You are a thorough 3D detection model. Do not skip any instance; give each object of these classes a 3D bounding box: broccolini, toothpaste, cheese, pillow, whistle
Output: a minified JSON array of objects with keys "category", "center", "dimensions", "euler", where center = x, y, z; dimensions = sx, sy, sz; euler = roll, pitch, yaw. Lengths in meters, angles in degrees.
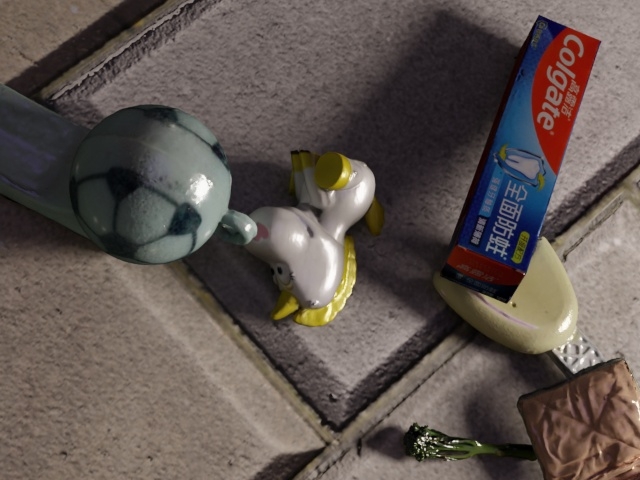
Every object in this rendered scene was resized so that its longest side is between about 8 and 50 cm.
[{"category":"broccolini","center":[0.145,0.198,1.784],"dimensions":[0.140,0.030,0.035],"euler":[5,33,-20]},{"category":"toothpaste","center":[0.204,-0.087,1.853],"dimensions":[0.076,0.066,0.320],"euler":[22,56,0]},{"category":"cheese","center":[0.227,0.090,1.831],"dimensions":[0.127,0.050,0.235],"euler":[-38,83,-26]},{"category":"pillow","center":[0.284,0.237,1.774],"dimensions":[0.126,0.043,0.232],"euler":[-22,82,2]},{"category":"whistle","center":[-0.190,-0.067,1.706],"dimensions":[0.290,0.163,0.163],"euler":[26,65,-6]}]

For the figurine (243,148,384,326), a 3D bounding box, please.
[{"category":"figurine","center":[-0.007,-0.003,1.779],"dimensions":[0.129,0.109,0.178],"euler":[42,65,-23]}]
